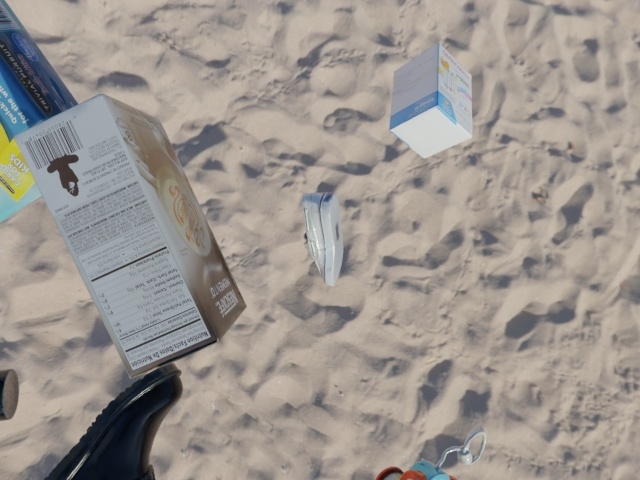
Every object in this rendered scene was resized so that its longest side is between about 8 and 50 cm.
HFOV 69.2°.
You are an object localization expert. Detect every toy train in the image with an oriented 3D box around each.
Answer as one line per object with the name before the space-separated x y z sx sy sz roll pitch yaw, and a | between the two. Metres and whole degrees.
toy train | 0.088 0.222 0.367 0.125 0.046 0.166 -20 113 -33

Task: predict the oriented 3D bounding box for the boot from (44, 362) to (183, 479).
boot | -0.311 0.427 0.839 0.260 0.131 0.348 40 86 9

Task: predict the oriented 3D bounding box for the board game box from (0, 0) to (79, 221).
board game box | -0.496 -0.148 0.643 0.254 0.336 0.079 59 25 -17

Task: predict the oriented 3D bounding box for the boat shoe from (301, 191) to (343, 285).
boat shoe | 0.000 0.000 1.132 0.088 0.267 0.096 8 44 17

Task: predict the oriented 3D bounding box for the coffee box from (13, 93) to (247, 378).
coffee box | -0.182 -0.006 0.485 0.098 0.141 0.247 -24 94 4

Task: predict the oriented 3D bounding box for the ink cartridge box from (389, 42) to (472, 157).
ink cartridge box | 0.173 -0.222 0.723 0.092 0.090 0.143 26 60 -35

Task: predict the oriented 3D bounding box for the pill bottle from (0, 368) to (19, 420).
pill bottle | -0.687 0.294 0.843 0.219 0.123 0.123 -2 81 -18
